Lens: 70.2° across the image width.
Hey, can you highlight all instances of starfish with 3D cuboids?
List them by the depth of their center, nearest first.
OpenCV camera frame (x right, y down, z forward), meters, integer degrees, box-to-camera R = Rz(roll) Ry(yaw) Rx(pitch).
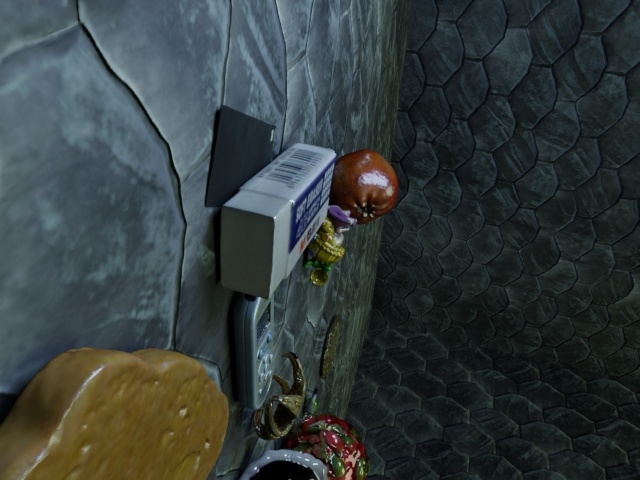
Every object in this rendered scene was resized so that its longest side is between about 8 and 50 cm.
[{"bbox_3d":[-0.068,0.284,0.827,0.146,0.074,0.190,-64,-177,-30],"label":"starfish"}]

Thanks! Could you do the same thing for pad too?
[{"bbox_3d":[-0.098,-0.104,0.596,0.193,0.004,0.116,-31,133,-76],"label":"pad"}]

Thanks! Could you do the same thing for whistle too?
[{"bbox_3d":[0.004,0.089,1.183,0.109,0.046,0.057,-48,133,-79],"label":"whistle"}]

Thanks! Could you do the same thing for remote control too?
[{"bbox_3d":[-0.105,0.170,0.721,0.087,0.047,0.244,-56,155,-54],"label":"remote control"}]

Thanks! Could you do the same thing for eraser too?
[{"bbox_3d":[-0.053,-0.045,0.666,0.279,0.081,0.124,-58,160,-58],"label":"eraser"}]

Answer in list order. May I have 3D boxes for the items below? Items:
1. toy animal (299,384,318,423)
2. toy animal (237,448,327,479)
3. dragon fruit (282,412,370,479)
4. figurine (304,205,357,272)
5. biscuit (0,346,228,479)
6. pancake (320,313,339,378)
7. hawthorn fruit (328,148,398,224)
[{"bbox_3d":[-0.040,0.557,1.418,0.075,0.041,0.217,-55,158,-66],"label":"toy animal"},{"bbox_3d":[-0.085,0.520,0.881,0.204,0.156,0.208,91,23,-48],"label":"toy animal"},{"bbox_3d":[-0.001,0.590,1.189,0.231,0.237,0.303,-41,157,-38],"label":"dragon fruit"},{"bbox_3d":[0.000,0.000,1.019,0.156,0.114,0.095,-64,-149,29],"label":"figurine"},{"bbox_3d":[-0.183,0.245,0.388,0.351,0.057,0.312,46,56,-74],"label":"biscuit"},{"bbox_3d":[0.040,0.384,1.656,0.212,0.029,0.235,55,47,-73],"label":"pancake"},{"bbox_3d":[0.101,-0.147,1.131,0.179,0.179,0.200,81,7,-60],"label":"hawthorn fruit"}]
